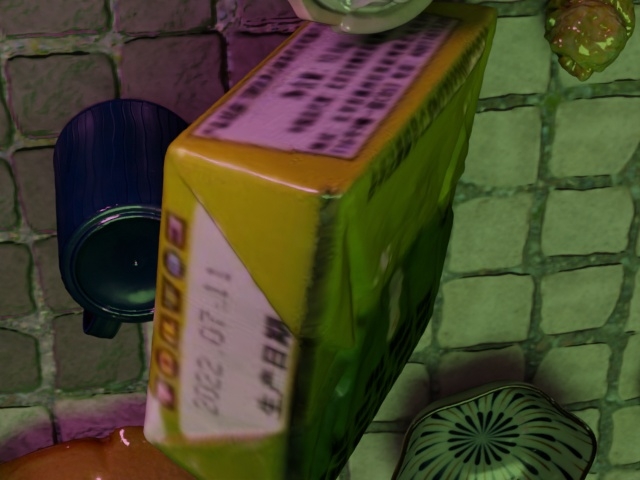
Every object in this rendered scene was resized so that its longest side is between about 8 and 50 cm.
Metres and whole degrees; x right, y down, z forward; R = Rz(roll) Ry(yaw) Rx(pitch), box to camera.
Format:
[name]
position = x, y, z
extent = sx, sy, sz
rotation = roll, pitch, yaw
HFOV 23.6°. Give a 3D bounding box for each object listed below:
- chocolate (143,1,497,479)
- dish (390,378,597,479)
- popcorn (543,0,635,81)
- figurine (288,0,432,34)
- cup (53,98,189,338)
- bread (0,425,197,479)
[chocolate]
position = 0.000, 0.000, 1.074
extent = 0.137, 0.301, 0.288
rotation = 19, 126, 15
[dish]
position = 0.149, 0.185, 1.370
extent = 0.191, 0.066, 0.190
rotation = -3, 124, -5
[popcorn]
position = 0.203, -0.159, 1.136
extent = 0.059, 0.068, 0.083
rotation = 31, 83, -38
[figurine]
position = 0.014, -0.234, 0.994
extent = 0.162, 0.141, 0.236
rotation = -50, 125, -17
[cup]
position = -0.136, -0.007, 1.135
extent = 0.113, 0.138, 0.150
rotation = -12, 126, -1
[bread]
position = -0.179, 0.282, 1.334
extent = 0.270, 0.148, 0.269
rotation = -3, 129, -4
